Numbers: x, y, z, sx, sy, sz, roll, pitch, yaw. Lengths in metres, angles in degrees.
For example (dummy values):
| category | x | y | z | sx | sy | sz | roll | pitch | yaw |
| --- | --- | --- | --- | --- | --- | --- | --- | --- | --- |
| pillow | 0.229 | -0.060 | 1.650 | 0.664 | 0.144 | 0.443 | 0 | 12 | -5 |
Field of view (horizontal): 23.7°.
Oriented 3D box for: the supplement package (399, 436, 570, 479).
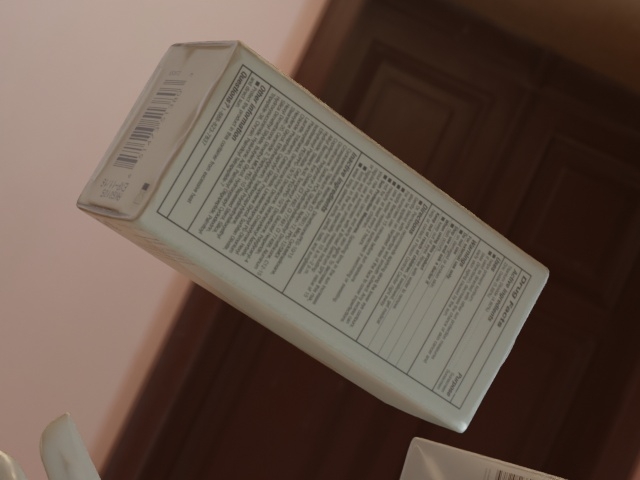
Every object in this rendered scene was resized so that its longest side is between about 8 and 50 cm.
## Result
| category | x | y | z | sx | sy | sz | roll | pitch | yaw |
| --- | --- | --- | --- | --- | --- | --- | --- | --- | --- |
| supplement package | 0.150 | 0.292 | 1.378 | 0.194 | 0.149 | 0.203 | 16 | 161 | 5 |

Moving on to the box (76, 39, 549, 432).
| category | x | y | z | sx | sy | sz | roll | pitch | yaw |
| --- | --- | --- | --- | --- | --- | --- | --- | --- | --- |
| box | 0.000 | 0.000 | 1.101 | 0.311 | 0.148 | 0.121 | 36 | 168 | -27 |

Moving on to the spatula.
| category | x | y | z | sx | sy | sz | roll | pitch | yaw |
| --- | --- | --- | --- | --- | --- | --- | --- | --- | --- |
| spatula | -0.208 | 0.268 | 1.171 | 0.019 | 0.242 | 0.168 | -27 | 175 | 39 |
